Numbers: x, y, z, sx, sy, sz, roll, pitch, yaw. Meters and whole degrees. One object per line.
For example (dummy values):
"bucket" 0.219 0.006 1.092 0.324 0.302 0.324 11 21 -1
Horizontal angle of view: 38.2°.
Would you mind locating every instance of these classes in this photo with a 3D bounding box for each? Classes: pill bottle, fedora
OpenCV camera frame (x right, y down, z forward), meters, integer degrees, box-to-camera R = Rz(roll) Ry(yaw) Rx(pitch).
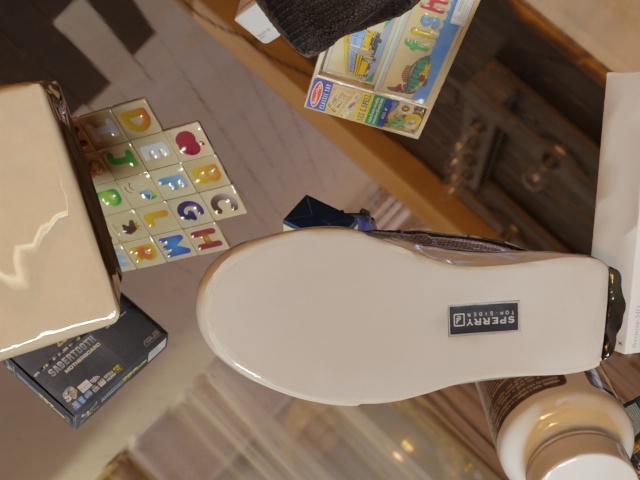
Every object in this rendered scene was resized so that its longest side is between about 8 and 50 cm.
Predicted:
"pill bottle" 0.314 0.235 1.244 0.176 0.176 0.319 -51 -163 20
"fedora" 0.025 -0.303 1.013 0.334 0.153 0.334 -27 -174 3

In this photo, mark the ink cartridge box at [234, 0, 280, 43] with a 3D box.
"ink cartridge box" -0.063 -0.436 1.544 0.127 0.072 0.175 -22 -135 41

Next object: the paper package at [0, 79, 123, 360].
"paper package" -0.431 -0.009 1.102 0.324 0.310 0.168 -17 -165 -6

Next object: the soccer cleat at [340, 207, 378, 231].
"soccer cleat" 0.096 0.050 1.683 0.289 0.093 0.121 45 48 -52

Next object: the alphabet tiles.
"alphabet tiles" -0.298 -0.072 1.414 0.342 0.285 0.011 -13 -144 19

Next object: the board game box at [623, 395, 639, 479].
"board game box" 0.526 0.346 1.473 0.126 0.186 0.026 -29 146 7

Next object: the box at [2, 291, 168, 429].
"box" -0.416 0.193 1.645 0.232 0.183 0.059 -42 163 -34

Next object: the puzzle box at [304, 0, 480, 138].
"puzzle box" 0.141 -0.404 1.914 0.409 0.272 0.052 110 -6 -47

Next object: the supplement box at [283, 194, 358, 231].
"supplement box" 0.000 0.000 1.217 0.056 0.083 0.083 -49 154 -33

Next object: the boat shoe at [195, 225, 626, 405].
"boat shoe" 0.054 0.053 0.722 0.158 0.340 0.127 -175 -90 -67

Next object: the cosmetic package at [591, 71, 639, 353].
"cosmetic package" 0.295 -0.026 0.813 0.098 0.239 0.060 -1 -171 -27
